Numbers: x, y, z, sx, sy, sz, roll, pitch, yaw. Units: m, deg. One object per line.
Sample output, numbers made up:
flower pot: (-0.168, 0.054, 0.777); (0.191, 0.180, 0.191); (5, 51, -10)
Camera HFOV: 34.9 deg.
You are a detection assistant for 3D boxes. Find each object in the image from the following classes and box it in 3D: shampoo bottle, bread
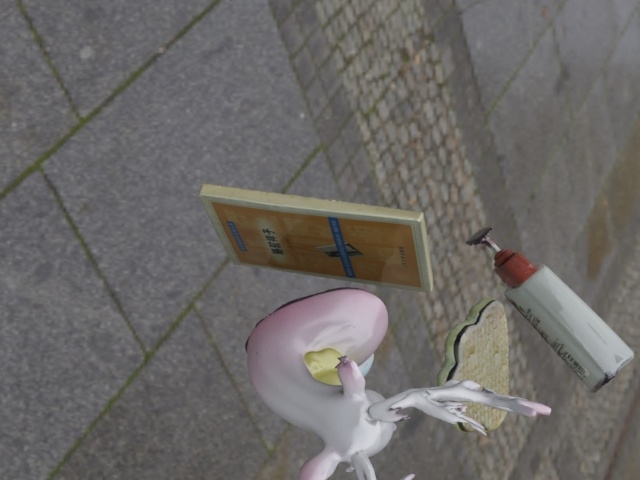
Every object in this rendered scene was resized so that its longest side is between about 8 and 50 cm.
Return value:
shampoo bottle: (0.312, 0.084, 1.426); (0.071, 0.284, 0.153); (-39, 166, -3)
bread: (0.306, 0.262, 2.051); (0.207, 0.056, 0.287); (-13, 106, -42)

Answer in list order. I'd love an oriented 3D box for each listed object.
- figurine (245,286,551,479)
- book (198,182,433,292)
figurine: (0.080, 0.191, 1.191); (0.284, 0.316, 0.206); (17, 112, -21)
book: (0.000, 0.001, 1.119); (0.170, 0.241, 0.018); (71, 30, -59)
